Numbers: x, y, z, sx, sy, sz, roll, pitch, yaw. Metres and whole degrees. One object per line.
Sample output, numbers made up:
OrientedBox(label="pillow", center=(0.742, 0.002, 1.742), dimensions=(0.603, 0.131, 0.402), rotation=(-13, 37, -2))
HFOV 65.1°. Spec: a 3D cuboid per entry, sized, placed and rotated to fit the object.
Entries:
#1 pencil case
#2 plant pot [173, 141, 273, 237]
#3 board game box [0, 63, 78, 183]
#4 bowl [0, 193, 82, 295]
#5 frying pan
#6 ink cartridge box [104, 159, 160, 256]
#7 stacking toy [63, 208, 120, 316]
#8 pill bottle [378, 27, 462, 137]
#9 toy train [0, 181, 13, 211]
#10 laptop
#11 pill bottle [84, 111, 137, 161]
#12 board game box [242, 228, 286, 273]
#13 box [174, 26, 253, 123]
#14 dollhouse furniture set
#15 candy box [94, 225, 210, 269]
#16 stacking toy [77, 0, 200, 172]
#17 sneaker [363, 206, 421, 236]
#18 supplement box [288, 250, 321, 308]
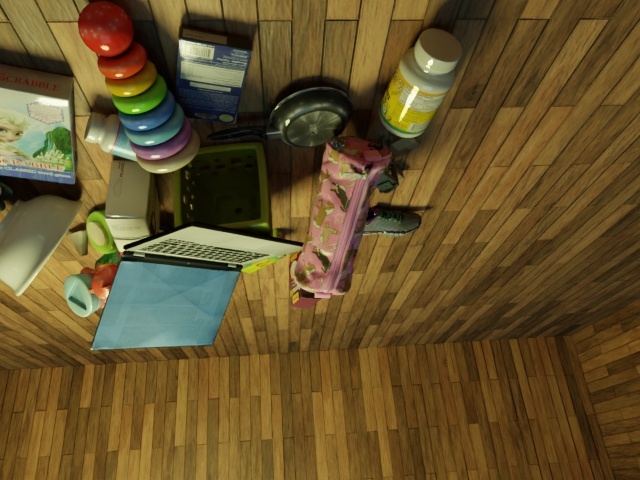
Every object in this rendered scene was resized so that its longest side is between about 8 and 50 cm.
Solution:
OrientedBox(label="pencil case", center=(0.047, -0.053, 1.204), dimensions=(0.167, 0.160, 0.387), rotation=(-24, 135, -56))
OrientedBox(label="plant pot", center=(-0.233, -0.096, 1.289), dimensions=(0.228, 0.227, 0.207), rotation=(-7, 161, 2))
OrientedBox(label="board game box", center=(-0.695, -0.248, 1.064), dimensions=(0.318, 0.066, 0.318), rotation=(6, 152, -21))
OrientedBox(label="bowl", center=(-0.772, -0.015, 1.320), dimensions=(0.134, 0.298, 0.297), rotation=(36, 136, -28))
OrientedBox(label="frying pan", center=(-0.078, -0.268, 1.120), dimensions=(0.325, 0.053, 0.197), rotation=(-5, 156, -22))
OrientedBox(label="ink cartridge box", center=(-0.490, -0.076, 1.328), dimensions=(0.100, 0.172, 0.237), rotation=(0, 153, -11))
OrientedBox(label="stacking toy", center=(-0.673, 0.075, 1.456), dimensions=(0.308, 0.280, 0.130), rotation=(-24, 180, 35))
OrientedBox(label="pill bottle", center=(0.202, -0.317, 1.022), dimensions=(0.117, 0.118, 0.208), rotation=(2, 153, -13))
OrientedBox(label="toy train", center=(-0.933, -0.086, 1.290), dimensions=(0.190, 0.142, 0.333), rotation=(30, 140, -32))
OrientedBox(label="laptop", center=(-0.293, 0.134, 1.262), dimensions=(0.407, 0.237, 0.381), rotation=(-15, 164, 36))
OrientedBox(label="pill bottle", center=(-0.436, -0.230, 1.123), dimensions=(0.160, 0.087, 0.087), rotation=(15, 148, -35))
OrientedBox(label="board game box", center=(-0.196, 0.038, 1.700), dimensions=(0.181, 0.092, 0.043), rotation=(-25, 146, 36))
OrientedBox(label="box", center=(-0.225, -0.326, 1.020), dimensions=(0.136, 0.037, 0.225), rotation=(4, 153, -17))
OrientedBox(label="dollhouse furniture set", center=(0.208, -0.192, 1.294), dimensions=(0.160, 0.101, 0.181), rotation=(-23, 149, 32))
OrientedBox(label="candy box", center=(-0.531, 0.089, 1.615), dimensions=(0.317, 0.122, 0.268), rotation=(-32, 142, 34))
OrientedBox(label="stacking toy", center=(-0.352, -0.287, 0.955), dimensions=(0.141, 0.141, 0.330), rotation=(-8, 142, 7))
OrientedBox(label="sneaker", center=(0.208, -0.066, 1.578), dimensions=(0.223, 0.083, 0.098), rotation=(-6, 149, 5))
OrientedBox(label="supplement box", center=(-0.058, 0.140, 1.821), dimensions=(0.080, 0.188, 0.104), rotation=(9, 151, -26))
